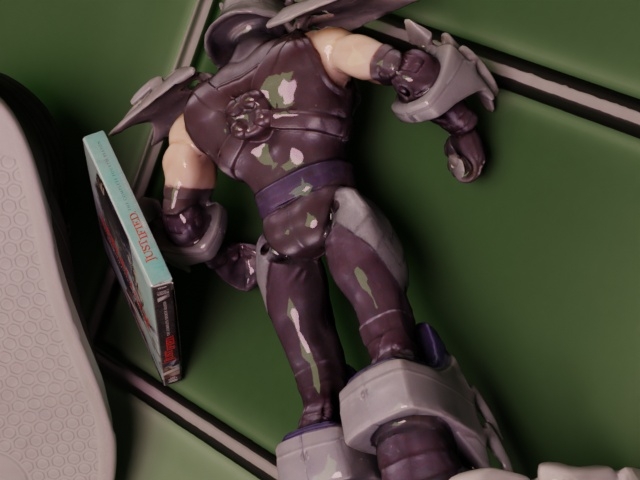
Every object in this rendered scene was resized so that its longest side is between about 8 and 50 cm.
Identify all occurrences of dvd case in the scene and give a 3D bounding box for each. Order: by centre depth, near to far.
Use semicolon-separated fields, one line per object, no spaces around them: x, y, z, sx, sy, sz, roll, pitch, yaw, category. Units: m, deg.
-0.091;0.012;0.595;0.013;0.119;0.087;-22;66;-14;dvd case

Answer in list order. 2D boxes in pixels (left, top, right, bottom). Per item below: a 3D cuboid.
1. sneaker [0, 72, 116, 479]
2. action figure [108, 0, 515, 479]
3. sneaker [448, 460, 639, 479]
-0.168;0.040;0.654;0.104;0.147;0.296;-7;112;-5;sneaker
0.000;0.000;0.540;0.185;0.099;0.285;-30;65;36;action figure
0.168;0.122;0.410;0.292;0.118;0.110;-3;69;14;sneaker
